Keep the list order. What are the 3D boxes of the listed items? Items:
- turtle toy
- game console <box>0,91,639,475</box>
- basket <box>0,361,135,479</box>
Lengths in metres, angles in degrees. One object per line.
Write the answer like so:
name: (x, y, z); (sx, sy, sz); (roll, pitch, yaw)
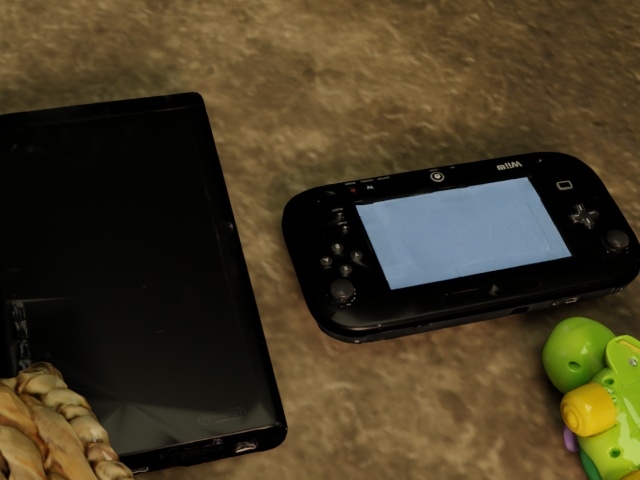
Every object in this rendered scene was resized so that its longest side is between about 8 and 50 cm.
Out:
turtle toy: (0.165, 0.094, 0.538); (0.095, 0.066, 0.130); (-17, 63, -21)
game console: (0.000, 0.000, 0.573); (0.361, 0.044, 0.213); (-9, 61, -15)
basket: (-0.120, 0.219, 0.318); (0.223, 0.213, 0.299); (-23, 66, -24)
